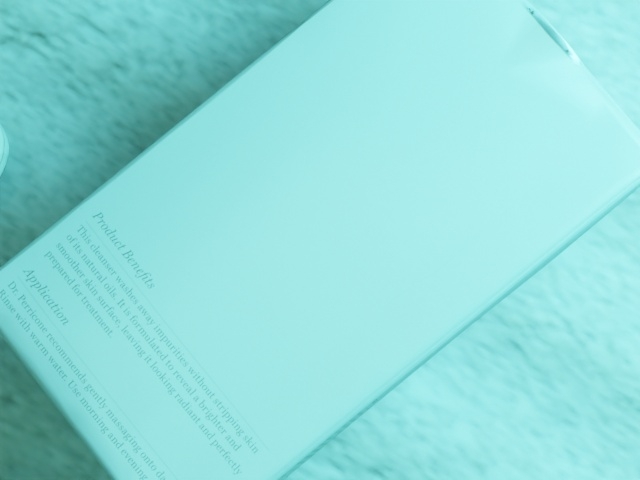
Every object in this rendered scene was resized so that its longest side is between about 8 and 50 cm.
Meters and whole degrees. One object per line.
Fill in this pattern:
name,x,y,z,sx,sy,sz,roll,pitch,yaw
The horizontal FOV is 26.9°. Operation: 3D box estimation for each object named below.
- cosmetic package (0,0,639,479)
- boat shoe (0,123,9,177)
cosmetic package,0.000,0.000,0.869,0.385,0.156,0.217,-37,82,-3
boat shoe,-0.368,-0.116,0.927,0.320,0.103,0.118,31,85,7
